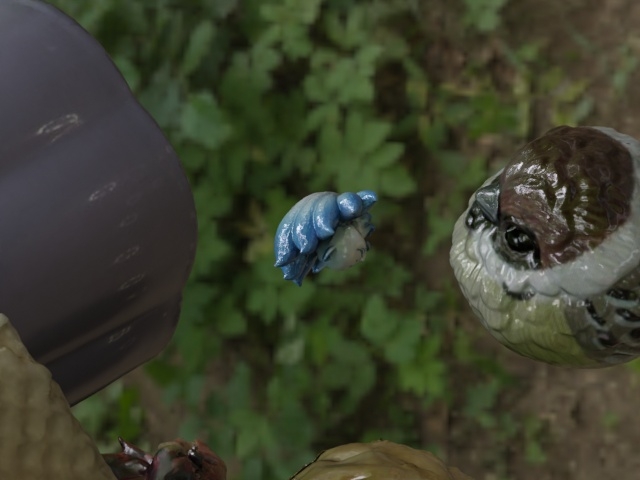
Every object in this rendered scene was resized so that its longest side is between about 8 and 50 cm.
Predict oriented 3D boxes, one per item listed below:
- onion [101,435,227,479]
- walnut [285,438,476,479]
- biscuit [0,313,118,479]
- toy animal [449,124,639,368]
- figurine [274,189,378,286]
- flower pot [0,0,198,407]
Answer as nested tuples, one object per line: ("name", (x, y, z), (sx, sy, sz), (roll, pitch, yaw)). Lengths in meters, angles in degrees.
("onion", (-0.218, 0.317, 1.505), (0.221, 0.280, 0.281), (37, -129, -68))
("walnut", (0.028, 0.241, 1.026), (0.245, 0.198, 0.198), (-56, 23, 25))
("biscuit", (-0.064, 0.231, 0.602), (0.078, 0.144, 0.426), (-8, 118, 46))
("toy animal", (0.122, 0.004, 0.623), (0.098, 0.137, 0.098), (-169, 90, -85))
("figurine", (0.000, 0.000, 1.409), (0.079, 0.114, 0.114), (50, 166, 3))
("flower pot", (-0.246, 0.011, 0.894), (0.243, 0.265, 0.265), (-35, -37, -45))
